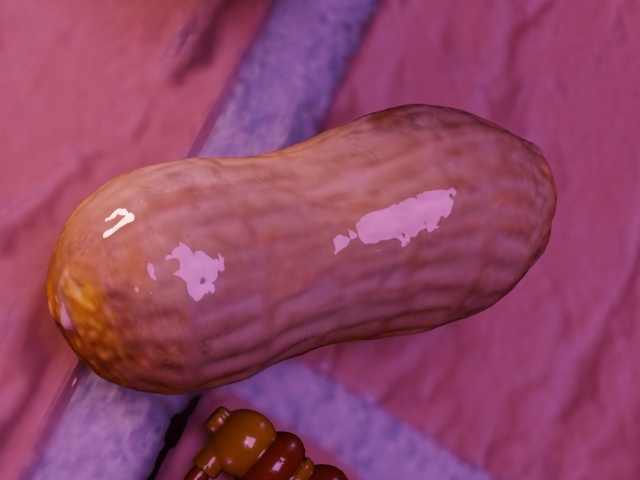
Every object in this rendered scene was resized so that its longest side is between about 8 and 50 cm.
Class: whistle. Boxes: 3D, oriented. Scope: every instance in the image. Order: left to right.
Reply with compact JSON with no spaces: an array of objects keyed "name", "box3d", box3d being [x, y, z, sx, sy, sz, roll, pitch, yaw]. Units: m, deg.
[{"name":"whistle","box3d":[-0.006,0.109,0.579,0.109,0.057,0.046,37,19,-2]}]

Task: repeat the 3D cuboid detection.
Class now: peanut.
[{"name":"peanut","box3d":[0.000,0.000,0.575,0.206,0.087,0.087,-14,82,-27]}]
